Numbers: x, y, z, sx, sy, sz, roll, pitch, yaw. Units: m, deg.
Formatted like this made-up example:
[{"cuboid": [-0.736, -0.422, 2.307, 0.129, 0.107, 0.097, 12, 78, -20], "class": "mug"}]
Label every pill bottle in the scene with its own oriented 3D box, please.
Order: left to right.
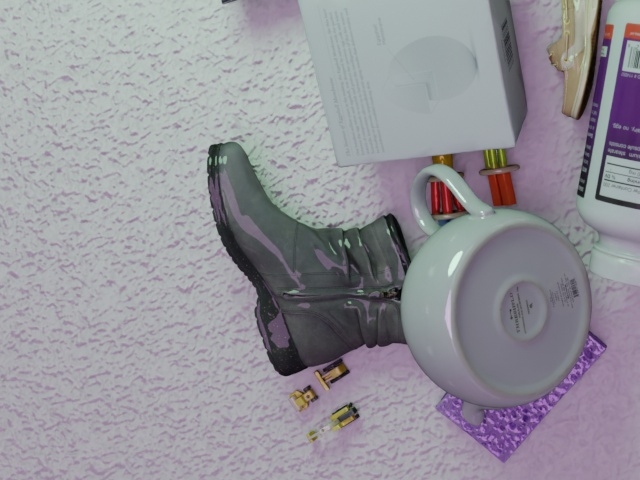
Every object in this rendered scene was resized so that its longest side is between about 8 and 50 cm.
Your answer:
[{"cuboid": [0.401, -0.113, 1.367, 0.181, 0.181, 0.323, 10, 102, 15], "class": "pill bottle"}]

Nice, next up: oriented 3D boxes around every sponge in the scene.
[{"cuboid": [0.258, 0.178, 1.531, 0.117, 0.031, 0.210, 40, 106, 8], "class": "sponge"}]

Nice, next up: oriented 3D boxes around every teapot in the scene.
[{"cuboid": [0.188, 0.074, 1.432, 0.252, 0.187, 0.256, 30, 78, -27], "class": "teapot"}]

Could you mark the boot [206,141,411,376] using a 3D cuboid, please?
[{"cuboid": [0.000, 0.000, 1.549, 0.222, 0.118, 0.338, -18, 104, 15], "class": "boot"}]

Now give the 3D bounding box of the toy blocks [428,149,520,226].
[{"cuboid": [0.195, -0.065, 1.501, 0.123, 0.054, 0.148, -7, 97, 16], "class": "toy blocks"}]

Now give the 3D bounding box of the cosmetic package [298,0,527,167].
[{"cuboid": [0.116, -0.224, 1.422, 0.224, 0.138, 0.224, -5, 114, 19], "class": "cosmetic package"}]

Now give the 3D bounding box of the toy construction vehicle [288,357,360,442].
[{"cuboid": [0.006, 0.221, 1.609, 0.098, 0.035, 0.086, -31, 89, 18], "class": "toy construction vehicle"}]

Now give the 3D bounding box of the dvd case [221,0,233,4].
[{"cuboid": [-0.035, -0.403, 1.496, 0.221, 0.018, 0.165, -16, 64, 17], "class": "dvd case"}]

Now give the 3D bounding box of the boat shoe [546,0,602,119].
[{"cuboid": [0.307, -0.234, 1.442, 0.059, 0.063, 0.170, 8, 91, 18], "class": "boat shoe"}]
